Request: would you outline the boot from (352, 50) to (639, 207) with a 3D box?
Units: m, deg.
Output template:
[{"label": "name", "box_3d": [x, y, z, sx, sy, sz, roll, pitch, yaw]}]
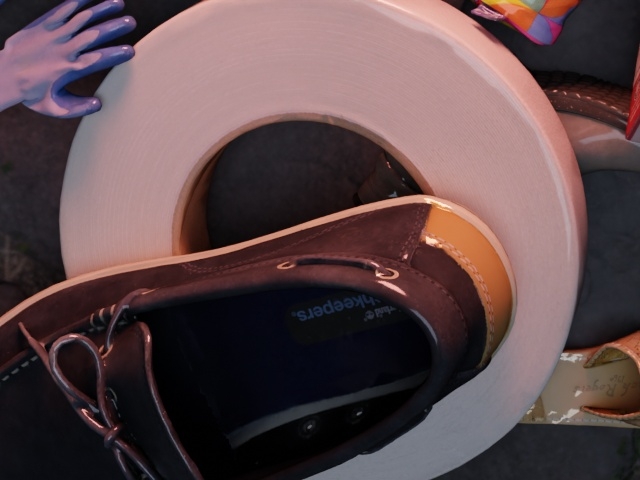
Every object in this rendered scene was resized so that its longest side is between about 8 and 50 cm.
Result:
[{"label": "boot", "box_3d": [0.159, -0.047, 1.351, 0.247, 0.083, 0.161, 20, 110, 4]}]

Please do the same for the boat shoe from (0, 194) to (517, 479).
[{"label": "boat shoe", "box_3d": [-0.104, 0.108, 1.268, 0.500, 0.156, 0.186, -20, 104, 22]}]

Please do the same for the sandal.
[{"label": "sandal", "box_3d": [0.229, 0.113, 1.374, 0.240, 0.079, 0.088, -4, 103, 4]}]

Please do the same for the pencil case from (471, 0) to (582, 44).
[{"label": "pencil case", "box_3d": [0.183, -0.249, 1.284, 0.104, 0.104, 0.236, 35, 101, -5]}]

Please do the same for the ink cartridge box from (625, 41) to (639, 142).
[{"label": "ink cartridge box", "box_3d": [0.268, -0.163, 1.247, 0.072, 0.127, 0.175, 12, 68, 0]}]

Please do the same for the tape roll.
[{"label": "tape roll", "box_3d": [0.000, 0.000, 1.325, 0.392, 0.072, 0.392, 4, 108, 13]}]

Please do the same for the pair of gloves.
[{"label": "pair of gloves", "box_3d": [-0.213, -0.173, 1.313, 0.159, 0.023, 0.198, -24, 77, 27]}]
